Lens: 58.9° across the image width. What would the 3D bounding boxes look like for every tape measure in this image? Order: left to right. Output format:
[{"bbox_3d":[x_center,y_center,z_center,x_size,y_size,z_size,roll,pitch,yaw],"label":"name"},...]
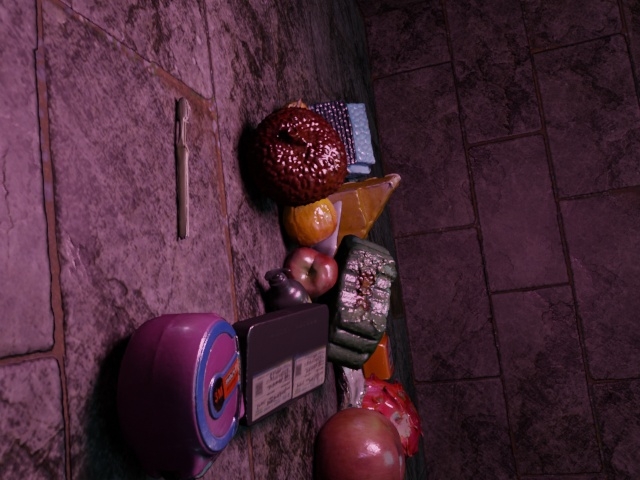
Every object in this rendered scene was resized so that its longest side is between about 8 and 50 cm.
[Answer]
[{"bbox_3d":[-0.208,0.232,0.865,0.231,0.149,0.245,-42,129,-75],"label":"tape measure"}]

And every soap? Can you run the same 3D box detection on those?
[{"bbox_3d":[0.157,-0.038,1.993,0.169,0.304,0.339,-54,132,-64],"label":"soap"}]

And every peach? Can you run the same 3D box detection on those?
[{"bbox_3d":[-0.025,0.085,1.599,0.152,0.152,0.152,-9,90,-74],"label":"peach"}]

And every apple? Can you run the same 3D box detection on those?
[{"bbox_3d":[0.117,0.618,1.609,0.306,0.235,0.306,-8,90,-75],"label":"apple"}]

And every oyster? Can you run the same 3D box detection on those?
[{"bbox_3d":[0.099,0.442,1.918,0.199,0.087,0.252,-17,90,-65],"label":"oyster"}]

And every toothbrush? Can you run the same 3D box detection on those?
[{"bbox_3d":[-0.262,-0.141,1.082,0.028,0.026,0.294,45,39,-65],"label":"toothbrush"}]

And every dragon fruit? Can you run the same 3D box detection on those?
[{"bbox_3d":[0.229,0.651,2.010,0.386,0.249,0.371,51,29,-65],"label":"dragon fruit"}]

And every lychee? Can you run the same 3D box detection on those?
[{"bbox_3d":[-0.061,-0.206,1.439,0.260,0.260,0.260,-9,90,-74],"label":"lychee"}]

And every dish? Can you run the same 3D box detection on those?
[{"bbox_3d":[0.000,0.000,1.774,0.243,0.080,0.182,-82,-169,-51],"label":"dish"}]

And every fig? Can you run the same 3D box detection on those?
[{"bbox_3d":[-0.040,-0.114,1.607,0.159,0.159,0.257,-47,130,-70],"label":"fig"}]

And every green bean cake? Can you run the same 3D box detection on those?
[{"bbox_3d":[0.104,0.175,1.631,0.308,0.169,0.300,-97,-151,-67],"label":"green bean cake"}]

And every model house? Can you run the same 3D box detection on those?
[{"bbox_3d":[0.028,-0.333,1.998,0.241,0.226,0.261,-5,81,-37],"label":"model house"}]

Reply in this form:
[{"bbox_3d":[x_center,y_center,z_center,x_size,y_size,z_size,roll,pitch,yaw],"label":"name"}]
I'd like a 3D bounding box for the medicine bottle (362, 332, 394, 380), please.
[{"bbox_3d":[0.227,0.449,2.319,0.149,0.112,0.222,-19,100,-74],"label":"medicine bottle"}]

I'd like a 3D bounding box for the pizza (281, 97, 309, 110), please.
[{"bbox_3d":[-0.085,-0.359,1.724,0.188,0.080,0.204,86,16,-50],"label":"pizza"}]

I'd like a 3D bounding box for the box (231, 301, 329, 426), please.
[{"bbox_3d":[-0.084,0.261,1.259,0.350,0.058,0.211,-3,96,-63],"label":"box"}]

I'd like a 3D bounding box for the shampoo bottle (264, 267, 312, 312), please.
[{"bbox_3d":[-0.071,0.170,1.441,0.101,0.101,0.284,-83,158,-44],"label":"shampoo bottle"}]
